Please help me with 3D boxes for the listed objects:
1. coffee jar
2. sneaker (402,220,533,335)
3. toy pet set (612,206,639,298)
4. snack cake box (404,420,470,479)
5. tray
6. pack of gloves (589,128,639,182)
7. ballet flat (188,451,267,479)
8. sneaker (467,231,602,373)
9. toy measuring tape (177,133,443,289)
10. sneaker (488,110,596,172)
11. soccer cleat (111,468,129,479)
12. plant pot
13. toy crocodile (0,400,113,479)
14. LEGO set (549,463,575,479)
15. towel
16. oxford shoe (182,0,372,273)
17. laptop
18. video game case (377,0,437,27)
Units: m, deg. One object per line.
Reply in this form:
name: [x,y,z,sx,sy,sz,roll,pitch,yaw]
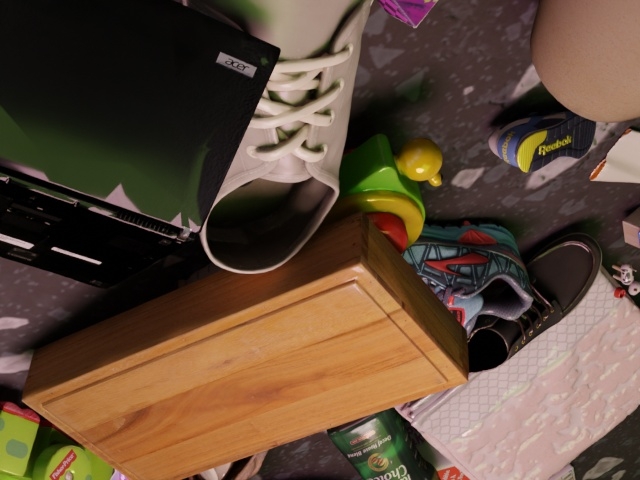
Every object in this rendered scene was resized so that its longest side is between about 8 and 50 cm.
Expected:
coffee jar: [0.090,0.293,1.574,0.096,0.079,0.184,-29,109,9]
sneaker: [0.128,0.047,1.308,0.261,0.125,0.104,-5,140,-25]
toy pet set: [0.422,0.012,1.461,0.122,0.065,0.114,-36,129,-23]
snack cake box: [0.155,0.365,1.774,0.152,0.089,0.264,-11,143,-15]
tray: [-0.079,0.129,1.200,0.410,0.076,0.203,-22,131,26]
pack of gloves: [0.454,-0.117,1.358,0.232,0.046,0.195,2,138,-33]
ballet flat: [-0.094,0.213,1.395,0.106,0.107,0.316,-36,156,-38]
sneaker: [0.251,0.083,1.407,0.222,0.083,0.118,-46,175,10]
toy measuring tape: [0.000,0.000,1.193,0.330,0.121,0.121,-35,145,29]
sneaker: [0.235,-0.111,1.236,0.144,0.059,0.053,-14,115,-41]
soccer cleat: [-0.276,0.317,1.448,0.248,0.095,0.083,-39,143,20]
plant pot: [0.296,-0.221,0.986,0.256,0.257,0.274,-5,157,-26]
toy crocodile: [-0.351,0.212,1.264,0.115,0.105,0.340,-5,155,40]
LEGO set: [0.338,0.406,1.995,0.182,0.060,0.244,-35,147,-5]
towel: [0.305,0.198,1.588,0.332,0.053,0.317,-41,131,8]
oxford shoe: [-0.032,-0.137,0.972,0.169,0.130,0.449,-6,139,-19]
laptop: [-0.203,-0.083,0.909,0.234,0.137,0.264,20,154,-28]
video game case: [0.073,-0.297,0.837,0.210,0.042,0.232,-51,142,-1]
